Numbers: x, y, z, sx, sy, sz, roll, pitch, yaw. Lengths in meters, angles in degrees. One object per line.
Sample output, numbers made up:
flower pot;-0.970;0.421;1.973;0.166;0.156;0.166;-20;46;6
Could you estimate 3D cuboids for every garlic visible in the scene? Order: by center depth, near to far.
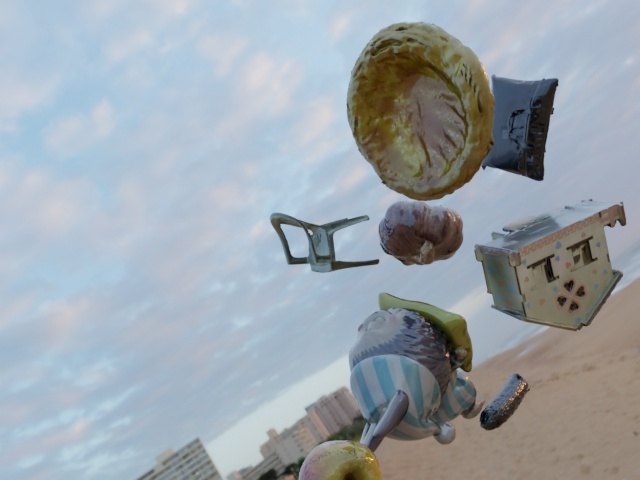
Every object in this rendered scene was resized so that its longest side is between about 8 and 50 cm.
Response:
garlic;0.272;-0.004;1.553;0.244;0.161;0.245;3;-26;1

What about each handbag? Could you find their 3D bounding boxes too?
handbag;0.504;-0.291;1.460;0.088;0.211;0.255;-8;-72;-28

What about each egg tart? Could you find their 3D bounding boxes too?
egg tart;0.223;-0.281;1.238;0.168;0.388;0.388;-27;-21;-35

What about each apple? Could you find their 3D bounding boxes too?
apple;0.031;0.407;0.959;0.146;0.147;0.146;-33;-19;-12

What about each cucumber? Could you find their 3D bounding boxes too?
cucumber;0.458;0.401;1.411;0.245;0.067;0.067;-23;-22;-52

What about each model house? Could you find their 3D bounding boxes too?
model house;0.517;0.070;1.267;0.325;0.245;0.169;-22;12;-15

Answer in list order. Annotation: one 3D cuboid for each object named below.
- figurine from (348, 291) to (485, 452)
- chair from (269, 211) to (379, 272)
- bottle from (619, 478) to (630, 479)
figurine;0.173;0.359;1.289;0.266;0.362;0.377;-3;34;50
chair;0.000;0.000;1.678;0.274;0.191;0.203;-8;0;-29
bottle;0.794;0.758;1.576;0.269;0.083;0.083;-20;-24;-37
